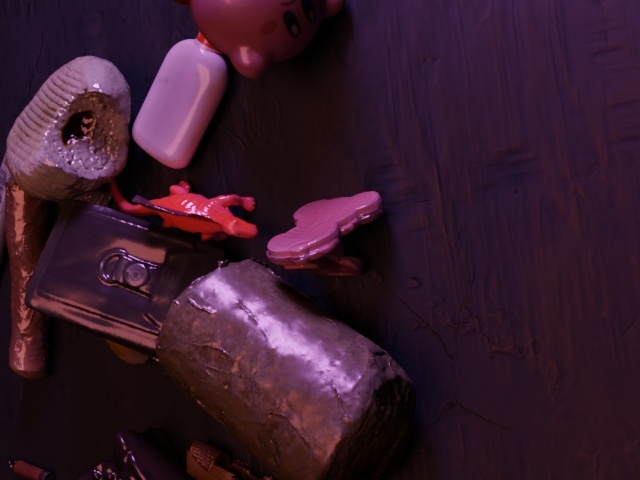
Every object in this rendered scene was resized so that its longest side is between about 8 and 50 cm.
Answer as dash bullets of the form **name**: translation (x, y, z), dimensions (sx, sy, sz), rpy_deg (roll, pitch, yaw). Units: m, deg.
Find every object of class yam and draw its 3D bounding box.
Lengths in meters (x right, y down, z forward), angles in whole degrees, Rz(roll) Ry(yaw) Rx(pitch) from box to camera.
- **yam**: translation (-0.034, 0.169, 1.311), dimensions (0.300, 0.195, 0.195), rpy_deg (36, 107, 27)
- **yam**: translation (-0.429, 0.055, 1.614), dimensions (0.066, 0.066, 0.300), rpy_deg (3, 97, 31)

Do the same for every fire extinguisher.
- **fire extinguisher**: translation (-0.437, 0.345, 1.646), dimensions (0.083, 0.022, 0.028), rpy_deg (13, 133, 31)

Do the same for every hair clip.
- **hair clip**: translation (-0.001, -0.011, 1.321), dimensions (0.123, 0.138, 0.102), rpy_deg (-7, 81, 38)

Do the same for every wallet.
- **wallet**: translation (-0.259, 0.052, 1.438), dimensions (0.245, 0.052, 0.169), rpy_deg (19, 83, 13)

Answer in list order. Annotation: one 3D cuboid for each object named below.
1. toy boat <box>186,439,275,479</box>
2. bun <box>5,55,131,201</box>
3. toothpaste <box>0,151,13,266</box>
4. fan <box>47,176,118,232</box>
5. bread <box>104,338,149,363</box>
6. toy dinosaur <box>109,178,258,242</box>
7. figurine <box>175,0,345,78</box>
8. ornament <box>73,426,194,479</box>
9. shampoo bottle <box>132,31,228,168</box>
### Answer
- **toy boat**: translation (-0.116, 0.306, 1.438), dimensions (0.149, 0.047, 0.049), rpy_deg (18, 99, 31)
- **bun**: translation (-0.333, -0.144, 1.515), dimensions (0.212, 0.126, 0.204), rpy_deg (-44, 40, 16)
- **toothpaste**: translation (-0.486, -0.033, 1.664), dimensions (0.062, 0.039, 0.239), rpy_deg (37, 116, 32)
- **fan**: translation (-0.345, -0.091, 1.602), dimensions (0.294, 0.012, 0.223), rpy_deg (40, 108, 25)
- **bread**: translation (-0.258, 0.093, 1.503), dimensions (0.083, 0.094, 0.157), rpy_deg (19, 104, 26)
- **toy dinosaur**: translation (-0.211, -0.043, 1.441), dimensions (0.286, 0.139, 0.070), rpy_deg (15, 99, 28)
- **figurine**: translation (-0.076, -0.297, 1.352), dimensions (0.173, 0.173, 0.173), rpy_deg (0, 90, 31)
- **ornament**: translation (-0.265, 0.413, 1.494), dimensions (0.260, 0.106, 0.251), rpy_deg (-49, 65, 21)
- **shampoo bottle**: translation (-0.174, -0.211, 1.474), dimensions (0.108, 0.051, 0.221), rpy_deg (38, 109, 28)
